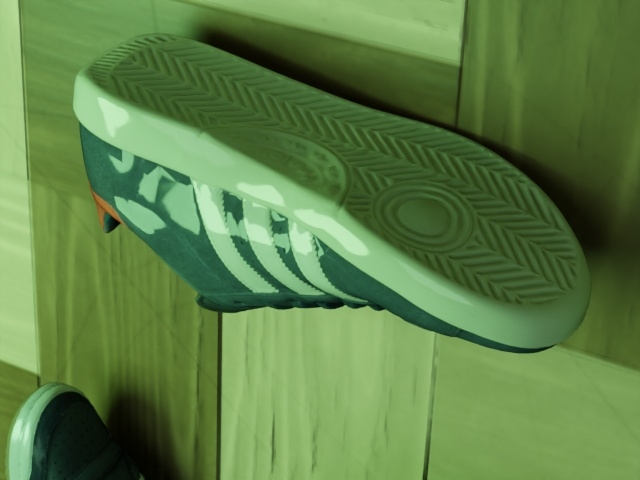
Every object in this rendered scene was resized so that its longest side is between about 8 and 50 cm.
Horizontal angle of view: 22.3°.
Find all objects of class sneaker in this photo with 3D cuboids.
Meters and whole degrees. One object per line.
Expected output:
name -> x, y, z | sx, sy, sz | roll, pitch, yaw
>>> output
sneaker -> 0.000, 0.000, 0.994 | 0.350, 0.131, 0.148 | 28, 132, 25
sneaker -> -0.126, 0.233, 1.195 | 0.153, 0.099, 0.282 | 8, 124, 35
